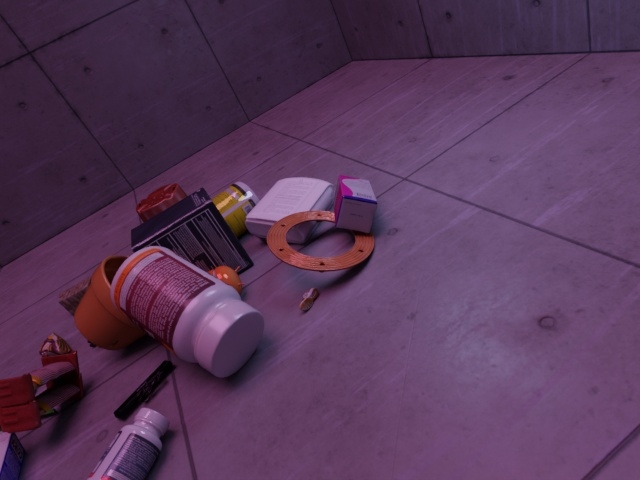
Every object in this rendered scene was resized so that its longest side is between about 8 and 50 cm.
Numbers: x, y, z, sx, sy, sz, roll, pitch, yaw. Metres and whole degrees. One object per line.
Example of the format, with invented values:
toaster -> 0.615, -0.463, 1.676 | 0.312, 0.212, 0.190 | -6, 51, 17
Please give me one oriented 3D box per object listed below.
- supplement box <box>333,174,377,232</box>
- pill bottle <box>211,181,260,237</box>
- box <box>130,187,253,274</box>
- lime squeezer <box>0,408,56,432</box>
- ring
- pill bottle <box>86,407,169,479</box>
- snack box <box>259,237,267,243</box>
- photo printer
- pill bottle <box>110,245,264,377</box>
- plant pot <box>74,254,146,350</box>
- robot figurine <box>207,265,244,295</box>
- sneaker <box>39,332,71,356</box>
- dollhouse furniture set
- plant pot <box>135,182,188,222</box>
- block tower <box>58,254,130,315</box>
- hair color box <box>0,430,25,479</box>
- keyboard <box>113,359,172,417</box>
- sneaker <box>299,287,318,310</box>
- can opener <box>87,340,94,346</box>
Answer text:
supplement box -> 0.109, -0.126, 1.362 | 0.111, 0.114, 0.220 | 10, 27, -5
pill bottle -> -0.406, -0.075, 1.665 | 0.334, 0.188, 0.188 | -40, 33, -20
box -> -0.447, 0.025, 1.447 | 0.294, 0.296, 0.183 | -33, 32, -10
lime squeezer -> -0.961, 0.593, 1.260 | 0.310, 0.059, 0.110 | -36, 62, -17
ring -> 0.000, 0.000, 1.296 | 0.336, 0.032, 0.337 | 2, 34, -1
pill bottle -> -0.428, 0.486, 0.940 | 0.107, 0.108, 0.180 | -8, 36, 29
snack box -> -0.218, -0.033, 1.620 | 0.064, 0.022, 0.178 | -35, 32, -16
photo printer -> -0.102, -0.130, 1.565 | 0.256, 0.107, 0.308 | 8, 45, 27
pill bottle -> -0.359, 0.188, 1.123 | 0.392, 0.224, 0.224 | 25, 56, 27
plant pot -> -0.657, 0.223, 1.368 | 0.203, 0.291, 0.291 | -44, 31, 6
robot figurine -> -0.348, 0.165, 1.332 | 0.219, 0.128, 0.158 | -29, -1, -1
sneaker -> -0.988, 0.408, 1.530 | 0.185, 0.069, 0.084 | 7, 54, 52
dollhouse furniture set -> -0.924, 0.449, 1.191 | 0.373, 0.152, 0.201 | -10, 3, 3
plant pot -> -0.626, -0.083, 1.771 | 0.272, 0.265, 0.272 | -20, 32, 13
block tower -> -0.952, 0.196, 1.779 | 0.335, 0.091, 0.097 | -29, 31, -2
hair color box -> -0.863, 0.643, 0.995 | 0.185, 0.110, 0.339 | -15, 25, -21
keyboard -> -0.491, 0.424, 1.165 | 0.192, 0.038, 0.100 | -49, 14, -29
sneaker -> -0.038, 0.170, 1.186 | 0.037, 0.032, 0.083 | -13, 26, 47
can opener -> -0.772, 0.311, 1.509 | 0.186, 0.073, 0.059 | -43, 40, -7
